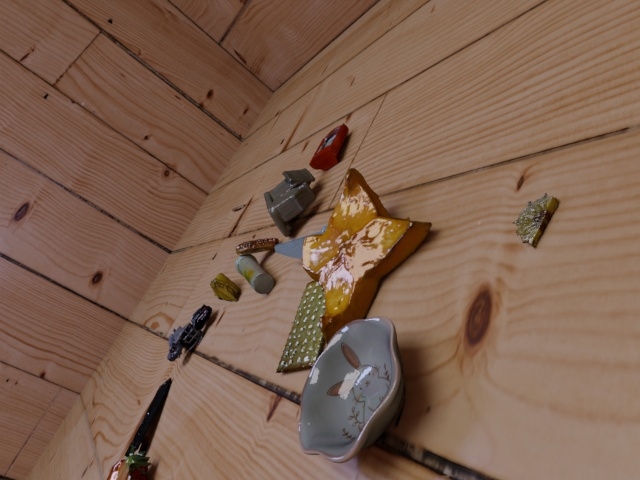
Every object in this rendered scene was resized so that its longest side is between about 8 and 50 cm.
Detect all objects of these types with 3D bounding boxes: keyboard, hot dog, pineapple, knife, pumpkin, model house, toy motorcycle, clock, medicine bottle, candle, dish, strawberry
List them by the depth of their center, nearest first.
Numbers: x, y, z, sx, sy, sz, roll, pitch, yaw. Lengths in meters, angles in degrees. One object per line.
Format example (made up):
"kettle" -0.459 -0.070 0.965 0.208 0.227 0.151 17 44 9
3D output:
"pineapple" 0.305 -0.030 0.620 0.083 0.019 0.045 -60 27 -6
"dish" 0.062 0.229 0.648 0.229 0.081 0.229 -45 22 25
"pumpkin" 0.057 0.024 0.868 0.290 0.095 0.258 -52 43 6
"knife" 0.001 0.001 1.065 0.331 0.080 0.044 -23 16 45
"strawberry" -0.500 0.642 1.112 0.140 0.085 0.192 -39 32 14
"candle" -0.525 0.643 1.234 0.026 0.021 0.167 -41 27 28
"medicine bottle" -0.200 0.101 1.310 0.074 0.074 0.218 -55 26 -3
"keyboard" -0.534 0.549 1.354 0.087 0.017 0.251 -41 20 28
"model house" -0.089 -0.136 1.364 0.188 0.122 0.229 -43 30 11
"hot dog" -0.202 0.016 1.383 0.144 0.038 0.062 -11 18 5
"clock" 0.037 -0.309 1.439 0.113 0.061 0.155 -27 32 46
"toy motorcycle" -0.445 0.311 1.472 0.215 0.080 0.122 -53 26 -11

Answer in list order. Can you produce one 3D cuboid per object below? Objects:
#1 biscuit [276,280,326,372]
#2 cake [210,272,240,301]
"biscuit" -0.021 0.175 0.945 0.139 0.016 0.232 -27 35 45
"cake" -0.308 0.166 1.460 0.080 0.116 0.185 -60 -7 -25
